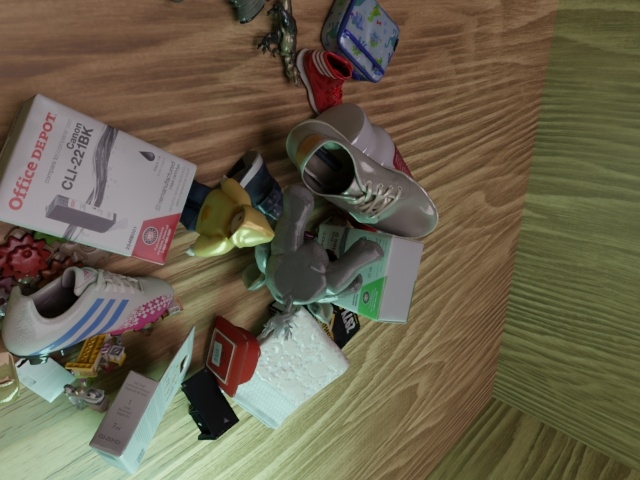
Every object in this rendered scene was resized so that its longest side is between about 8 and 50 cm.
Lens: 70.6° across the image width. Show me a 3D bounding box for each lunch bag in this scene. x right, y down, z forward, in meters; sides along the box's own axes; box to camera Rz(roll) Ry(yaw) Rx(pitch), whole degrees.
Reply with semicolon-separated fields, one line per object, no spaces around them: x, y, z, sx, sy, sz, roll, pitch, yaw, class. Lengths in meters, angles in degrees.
0.109;-0.533;1.197;0.219;0.090;0.176;27;88;-49;lunch bag

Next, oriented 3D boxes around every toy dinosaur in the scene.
-0.083;-0.478;1.010;0.118;0.064;0.268;-44;146;-49;toy dinosaur

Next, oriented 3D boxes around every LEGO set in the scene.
-0.407;0.224;0.930;0.287;0.132;0.107;-57;162;-50;LEGO set

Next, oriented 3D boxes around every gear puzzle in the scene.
-0.463;0.017;0.819;0.339;0.044;0.175;-57;139;-15;gear puzzle

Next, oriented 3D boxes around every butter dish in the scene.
-0.202;0.284;1.132;0.118;0.160;0.160;7;100;-44;butter dish

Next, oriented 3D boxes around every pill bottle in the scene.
0.127;-0.173;1.259;0.229;0.229;0.408;-58;138;-13;pill bottle

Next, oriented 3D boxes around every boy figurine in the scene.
-0.208;-0.043;0.896;0.092;0.285;0.177;34;83;-50;boy figurine

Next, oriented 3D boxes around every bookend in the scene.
-0.297;0.412;1.136;0.072;0.156;0.157;-31;87;-37;bookend

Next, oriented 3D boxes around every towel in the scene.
-0.097;0.375;1.298;0.317;0.053;0.332;-40;131;-7;towel

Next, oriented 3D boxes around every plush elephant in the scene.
-0.049;0.071;1.096;0.272;0.255;0.330;30;87;-10;plush elephant

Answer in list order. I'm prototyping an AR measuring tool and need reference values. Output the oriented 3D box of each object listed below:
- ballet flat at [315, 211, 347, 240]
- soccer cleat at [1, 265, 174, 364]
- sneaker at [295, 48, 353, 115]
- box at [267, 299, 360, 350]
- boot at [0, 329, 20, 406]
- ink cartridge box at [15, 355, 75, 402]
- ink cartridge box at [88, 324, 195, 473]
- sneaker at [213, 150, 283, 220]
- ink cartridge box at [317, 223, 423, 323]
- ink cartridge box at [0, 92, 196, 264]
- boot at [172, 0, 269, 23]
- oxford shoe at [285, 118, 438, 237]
0.000;0.000;1.332;0.067;0.073;0.206;41;70;-20;ballet flat
-0.397;0.104;0.830;0.331;0.116;0.143;-23;131;-58;soccer cleat
0.032;-0.379;1.142;0.087;0.128;0.221;-58;139;-14;sneaker
-0.006;0.241;1.408;0.257;0.079;0.322;-43;134;-31;box
-0.624;0.290;0.706;0.269;0.089;0.236;-15;116;-40;boot
-0.529;0.250;0.857;0.063;0.029;0.115;-47;133;-24;ink cartridge box
-0.356;0.328;0.942;0.296;0.066;0.261;117;-4;-54;ink cartridge box
-0.178;-0.076;1.069;0.226;0.086;0.163;-52;135;-21;sneaker
0.107;0.078;1.197;0.121;0.289;0.211;10;91;-38;ink cartridge box
-0.380;-0.091;0.765;0.273;0.114;0.197;22;81;-40;ink cartridge box
-0.180;-0.499;0.895;0.246;0.083;0.161;-51;143;-18;boot
0.109;-0.114;1.058;0.449;0.130;0.169;31;113;-28;oxford shoe
